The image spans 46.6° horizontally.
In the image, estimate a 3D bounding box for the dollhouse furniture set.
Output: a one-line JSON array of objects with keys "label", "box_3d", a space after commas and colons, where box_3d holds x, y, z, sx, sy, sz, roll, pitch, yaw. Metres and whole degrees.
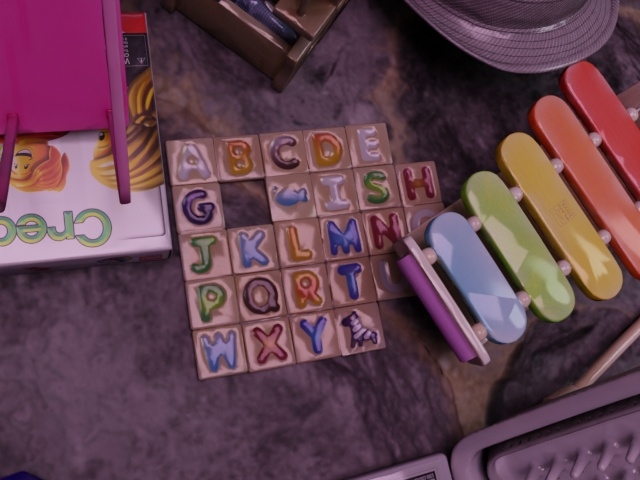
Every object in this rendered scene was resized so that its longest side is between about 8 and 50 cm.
[{"label": "dollhouse furniture set", "box_3d": [-0.029, -0.234, 0.581, 0.129, 0.183, 0.129, 35, 71, -5]}]

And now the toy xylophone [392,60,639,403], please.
[{"label": "toy xylophone", "box_3d": [0.217, 0.004, 0.643, 0.322, 0.081, 0.236, -41, 91, -22]}]

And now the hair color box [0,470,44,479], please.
[{"label": "hair color box", "box_3d": [-0.100, 0.307, 0.468, 0.338, 0.110, 0.185, 27, 76, 0]}]

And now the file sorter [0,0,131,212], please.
[{"label": "file sorter", "box_3d": [-0.253, -0.121, 0.397, 0.290, 0.182, 0.202, -6, 121, -15]}]

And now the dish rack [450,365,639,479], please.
[{"label": "dish rack", "box_3d": [0.285, 0.231, 0.537, 0.333, 0.285, 0.072, 53, 44, 0]}]

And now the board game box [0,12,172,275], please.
[{"label": "board game box", "box_3d": [-0.273, -0.068, 0.549, 0.305, 0.053, 0.193, -6, 81, -16]}]

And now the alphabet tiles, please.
[{"label": "alphabet tiles", "box_3d": [0.000, 0.000, 0.631, 0.237, 0.009, 0.198, -7, 80, -16]}]

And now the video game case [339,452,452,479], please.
[{"label": "video game case", "box_3d": [0.023, 0.286, 0.568, 0.212, 0.023, 0.194, -11, 81, -17]}]

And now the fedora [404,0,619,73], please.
[{"label": "fedora", "box_3d": [0.165, -0.293, 0.644, 0.243, 0.124, 0.276, -20, 68, -21]}]
